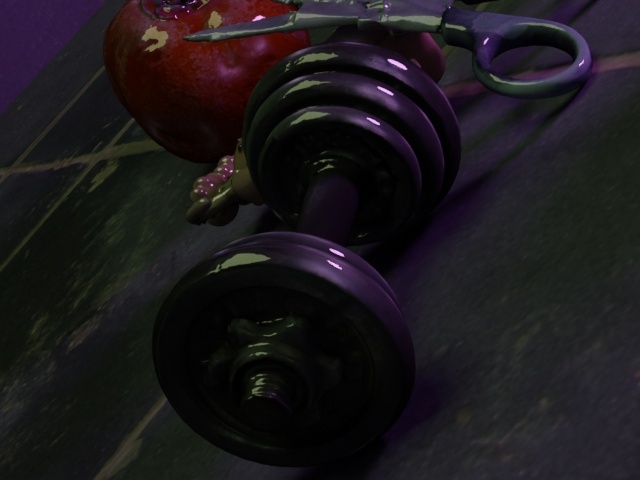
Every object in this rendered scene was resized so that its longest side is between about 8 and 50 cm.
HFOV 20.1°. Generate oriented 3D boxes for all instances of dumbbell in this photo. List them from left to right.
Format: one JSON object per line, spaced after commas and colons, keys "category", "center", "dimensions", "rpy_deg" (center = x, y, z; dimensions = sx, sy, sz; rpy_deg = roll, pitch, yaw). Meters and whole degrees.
{"category": "dumbbell", "center": [0.000, 0.000, 1.308], "dimensions": [0.179, 0.179, 0.406], "rpy_deg": [-33, 21, 29]}

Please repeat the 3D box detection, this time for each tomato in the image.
{"category": "tomato", "center": [-0.114, -0.188, 1.913], "dimensions": [0.232, 0.188, 0.232], "rpy_deg": [-8, 37, 6]}

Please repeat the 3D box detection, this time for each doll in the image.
{"category": "doll", "center": [-0.010, -0.097, 1.625], "dimensions": [0.278, 0.119, 0.154], "rpy_deg": [-34, 8, 32]}

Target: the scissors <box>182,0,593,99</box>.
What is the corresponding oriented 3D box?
{"category": "scissors", "center": [0.068, -0.198, 1.547], "dimensions": [0.383, 0.029, 0.256], "rpy_deg": [1, 41, 22]}
